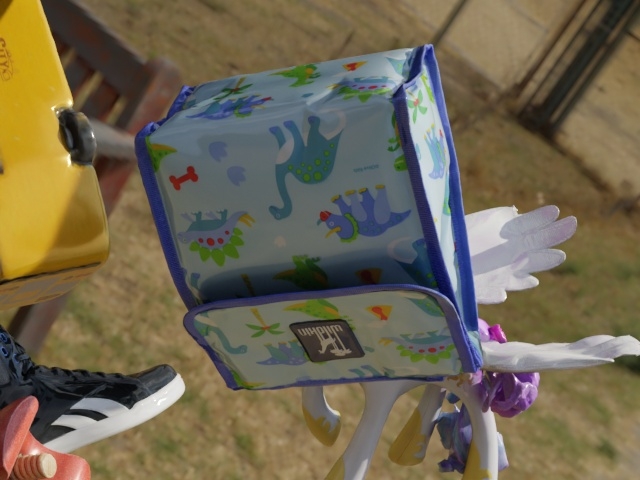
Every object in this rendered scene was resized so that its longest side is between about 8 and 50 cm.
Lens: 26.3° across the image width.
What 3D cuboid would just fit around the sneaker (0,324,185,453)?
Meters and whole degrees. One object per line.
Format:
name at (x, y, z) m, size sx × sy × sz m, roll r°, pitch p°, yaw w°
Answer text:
sneaker at (-0.220, 0.114, 1.126) m, size 0.217 × 0.079 × 0.121 m, roll -23°, pitch 94°, yaw -32°

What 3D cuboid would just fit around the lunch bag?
lunch bag at (0.000, 0.000, 0.629) m, size 0.128 × 0.151 × 0.096 m, roll -6°, pitch 24°, yaw 18°

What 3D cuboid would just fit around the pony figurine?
pony figurine at (0.138, 0.123, 1.503) m, size 0.351 × 0.363 × 0.303 m, roll -4°, pitch 31°, yaw -14°

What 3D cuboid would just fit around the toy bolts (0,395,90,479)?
toy bolts at (-0.286, 0.197, 0.927) m, size 0.218 × 0.158 × 0.228 m, roll 64°, pitch 27°, yaw -30°

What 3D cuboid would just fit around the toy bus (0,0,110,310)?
toy bus at (-0.278, -0.118, 1.122) m, size 0.108 × 0.130 × 0.333 m, roll -11°, pitch 77°, yaw -40°
